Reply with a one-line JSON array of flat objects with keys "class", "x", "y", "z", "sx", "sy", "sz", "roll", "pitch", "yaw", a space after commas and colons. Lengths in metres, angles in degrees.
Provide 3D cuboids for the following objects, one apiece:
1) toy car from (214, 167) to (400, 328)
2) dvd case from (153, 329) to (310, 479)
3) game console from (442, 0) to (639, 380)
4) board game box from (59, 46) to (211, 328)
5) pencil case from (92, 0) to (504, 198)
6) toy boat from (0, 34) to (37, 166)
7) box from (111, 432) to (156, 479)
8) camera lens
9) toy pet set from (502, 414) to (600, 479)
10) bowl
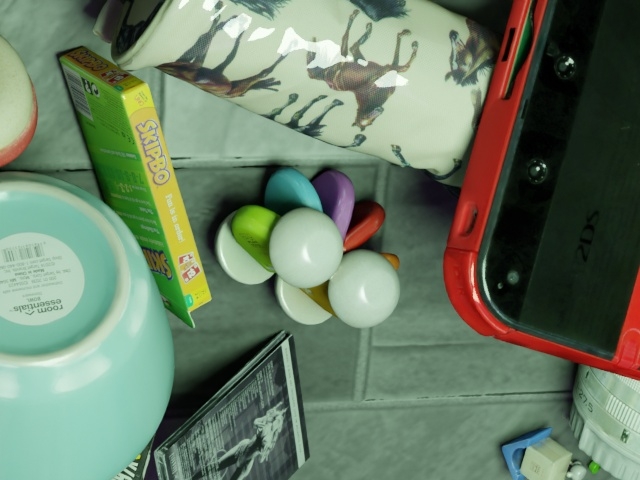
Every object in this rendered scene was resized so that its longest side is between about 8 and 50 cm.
[{"class": "toy car", "x": 0.000, "y": 0.000, "z": 1.739, "sx": 0.182, "sy": 0.159, "sz": 0.136, "roll": 35, "pitch": 73, "yaw": -27}, {"class": "dvd case", "x": -0.086, "y": 0.216, "z": 1.818, "sx": 0.018, "sy": 0.221, "sz": 0.164, "roll": 15, "pitch": 128, "yaw": 31}, {"class": "game console", "x": 0.300, "y": -0.071, "z": 1.616, "sx": 0.342, "sy": 0.060, "sz": 0.386, "roll": 17, "pitch": 87, "yaw": -24}, {"class": "board game box", "x": -0.168, "y": -0.046, "z": 1.672, "sx": 0.039, "sy": 0.124, "sz": 0.259, "roll": -27, "pitch": 124, "yaw": -24}, {"class": "pencil case", "x": 0.012, "y": -0.160, "z": 1.621, "sx": 0.410, "sy": 0.160, "sz": 0.183, "roll": 21, "pitch": 143, "yaw": -22}, {"class": "toy boat", "x": -0.367, "y": -0.100, "z": 1.608, "sx": 0.231, "sy": 0.151, "sz": 0.151, "roll": -11, "pitch": 152, "yaw": -5}, {"class": "box", "x": -0.242, "y": 0.302, "z": 1.779, "sx": 0.079, "sy": 0.257, "sz": 0.322, "roll": 19, "pitch": 116, "yaw": -7}, {"class": "camera lens", "x": 0.389, "y": 0.100, "z": 1.822, "sx": 0.219, "sy": 0.219, "sz": 0.274, "roll": 8, "pitch": 118, "yaw": -16}, {"class": "toy pet set", "x": 0.257, "y": 0.233, "z": 1.980, "sx": 0.114, "sy": 0.065, "sz": 0.122, "roll": -21, "pitch": 134, "yaw": -42}, {"class": "bowl", "x": -0.269, "y": 0.062, "z": 1.576, "sx": 0.311, "sy": 0.311, "sz": 0.163, "roll": 2, "pitch": 150, "yaw": -14}]
